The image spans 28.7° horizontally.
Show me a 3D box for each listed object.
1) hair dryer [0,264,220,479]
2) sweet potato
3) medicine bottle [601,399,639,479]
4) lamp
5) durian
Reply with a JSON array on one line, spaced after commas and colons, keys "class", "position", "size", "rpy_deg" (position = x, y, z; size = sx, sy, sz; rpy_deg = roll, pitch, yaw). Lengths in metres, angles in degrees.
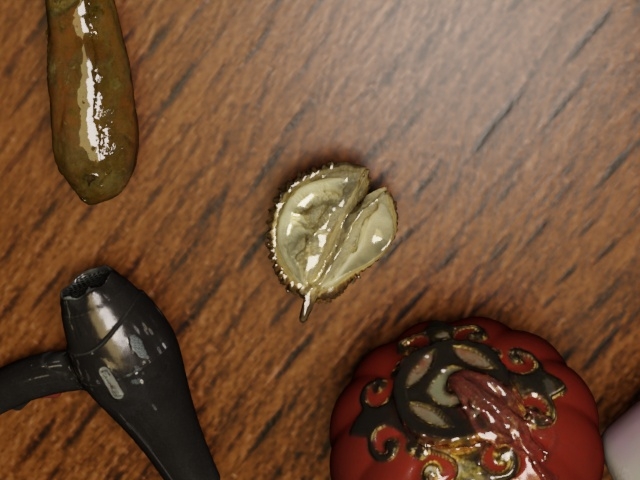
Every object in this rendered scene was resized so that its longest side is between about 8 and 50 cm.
[{"class": "hair dryer", "position": [-0.236, 0.154, 1.123], "size": [0.272, 0.091, 0.235], "rpy_deg": [-15, 114, 19]}, {"class": "sweet potato", "position": [-0.196, -0.163, 1.026], "size": [0.075, 0.075, 0.273], "rpy_deg": [-7, 102, 4]}, {"class": "medicine bottle", "position": [0.436, 0.125, 0.999], "size": [0.388, 0.219, 0.219], "rpy_deg": [-42, 99, 10]}, {"class": "lamp", "position": [0.116, 0.164, 1.019], "size": [0.227, 0.227, 0.226], "rpy_deg": [1, 105, 2]}, {"class": "durian", "position": [0.002, 0.001, 1.058], "size": [0.110, 0.071, 0.140], "rpy_deg": [19, 89, -9]}]
